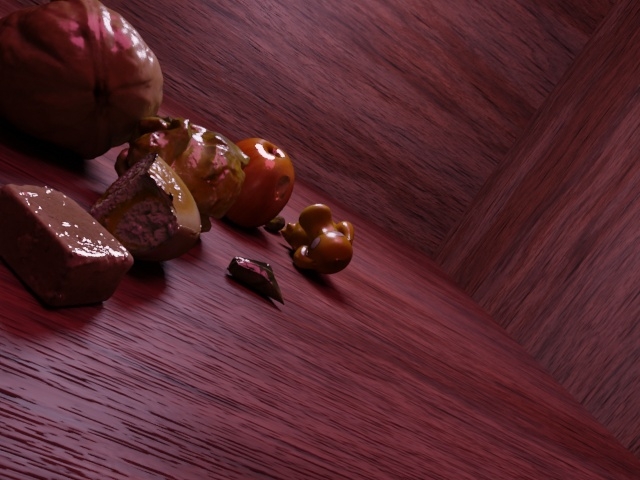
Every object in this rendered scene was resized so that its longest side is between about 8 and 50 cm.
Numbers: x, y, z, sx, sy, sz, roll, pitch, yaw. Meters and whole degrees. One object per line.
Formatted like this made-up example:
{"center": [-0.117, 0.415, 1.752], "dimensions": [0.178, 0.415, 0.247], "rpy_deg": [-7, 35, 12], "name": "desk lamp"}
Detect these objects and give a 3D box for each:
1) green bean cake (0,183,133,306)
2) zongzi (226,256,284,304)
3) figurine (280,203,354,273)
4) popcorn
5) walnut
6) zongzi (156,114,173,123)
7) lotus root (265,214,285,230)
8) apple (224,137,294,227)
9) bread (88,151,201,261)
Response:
{"center": [-0.352, 0.004, 0.708], "dimensions": [0.179, 0.085, 0.109], "rpy_deg": [39, 13, 21], "name": "green bean cake"}
{"center": [-0.134, 0.087, 1.107], "dimensions": [0.104, 0.052, 0.113], "rpy_deg": [13, 35, -43], "name": "zongzi"}
{"center": [0.000, 0.005, 1.528], "dimensions": [0.215, 0.215, 0.228], "rpy_deg": [33, -12, -4], "name": "figurine"}
{"center": [-0.305, -0.153, 1.162], "dimensions": [0.276, 0.225, 0.276], "rpy_deg": [33, 7, -4], "name": "popcorn"}
{"center": [-0.524, -0.352, 1.145], "dimensions": [0.381, 0.381, 0.381], "rpy_deg": [33, 11, -7], "name": "walnut"}
{"center": [-0.462, -0.294, 1.619], "dimensions": [0.251, 0.125, 0.274], "rpy_deg": [36, 17, 8], "name": "zongzi"}
{"center": [-0.140, -0.055, 1.678], "dimensions": [0.049, 0.054, 0.099], "rpy_deg": [28, 7, 25], "name": "lotus root"}
{"center": [-0.194, -0.168, 1.511], "dimensions": [0.242, 0.241, 0.242], "rpy_deg": [35, 8, -6], "name": "apple"}
{"center": [-0.298, -0.039, 0.934], "dimensions": [0.156, 0.158, 0.260], "rpy_deg": [50, 7, -25], "name": "bread"}
